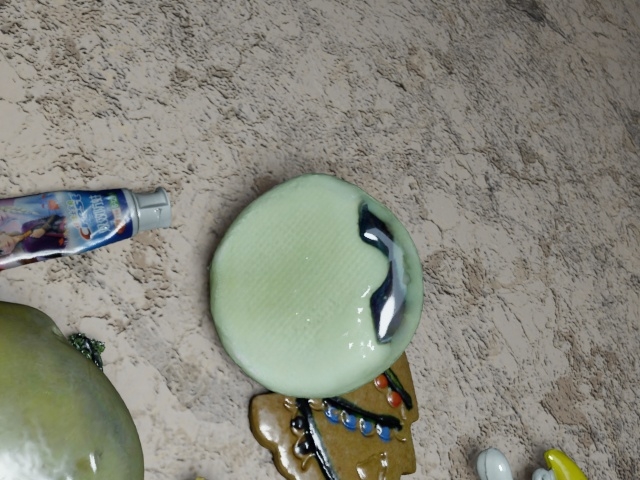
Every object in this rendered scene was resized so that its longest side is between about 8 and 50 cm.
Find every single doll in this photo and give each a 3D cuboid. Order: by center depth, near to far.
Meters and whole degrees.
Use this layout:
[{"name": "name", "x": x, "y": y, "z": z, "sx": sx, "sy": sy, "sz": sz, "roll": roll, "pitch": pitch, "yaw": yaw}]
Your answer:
[{"name": "doll", "x": 0.328, "y": 0.425, "z": 1.043, "sx": 0.252, "sy": 0.111, "sz": 0.237, "roll": 9, "pitch": 81, "yaw": -31}]

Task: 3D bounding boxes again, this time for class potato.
[{"name": "potato", "x": -0.302, "y": 0.200, "z": 0.659, "sx": 0.243, "sy": 0.221, "sz": 0.326, "roll": -29, "pitch": 84, "yaw": -28}]

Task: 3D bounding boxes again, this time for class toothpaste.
[{"name": "toothpaste", "x": -0.316, "y": -0.019, "z": 0.856, "sx": 0.266, "sy": 0.061, "sz": 0.096, "roll": -12, "pitch": 78, "yaw": -29}]

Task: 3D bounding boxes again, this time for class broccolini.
[{"name": "broccolini", "x": -0.251, "y": 0.210, "z": 0.810, "sx": 0.042, "sy": 0.044, "sz": 0.218, "roll": -8, "pitch": 80, "yaw": -51}]

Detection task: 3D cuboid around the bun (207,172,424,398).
[{"name": "bun", "x": -0.001, "y": 0.065, "z": 0.926, "sx": 0.283, "sy": 0.179, "sz": 0.283, "roll": -2, "pitch": 81, "yaw": 10}]

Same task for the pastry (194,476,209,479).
[{"name": "pastry", "x": -0.143, "y": 0.392, "z": 0.752, "sx": 0.154, "sy": 0.102, "sz": 0.250, "roll": 41, "pitch": 50, "yaw": -26}]

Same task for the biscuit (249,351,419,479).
[{"name": "biscuit", "x": 0.044, "y": 0.248, "z": 0.973, "sx": 0.278, "sy": 0.043, "sz": 0.301, "roll": 41, "pitch": 54, "yaw": -12}]
